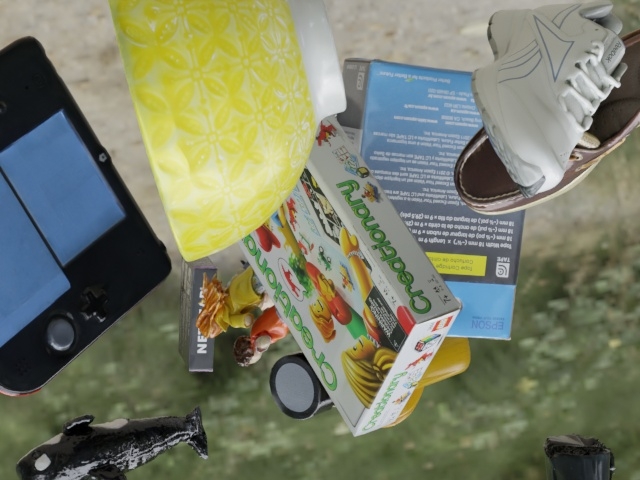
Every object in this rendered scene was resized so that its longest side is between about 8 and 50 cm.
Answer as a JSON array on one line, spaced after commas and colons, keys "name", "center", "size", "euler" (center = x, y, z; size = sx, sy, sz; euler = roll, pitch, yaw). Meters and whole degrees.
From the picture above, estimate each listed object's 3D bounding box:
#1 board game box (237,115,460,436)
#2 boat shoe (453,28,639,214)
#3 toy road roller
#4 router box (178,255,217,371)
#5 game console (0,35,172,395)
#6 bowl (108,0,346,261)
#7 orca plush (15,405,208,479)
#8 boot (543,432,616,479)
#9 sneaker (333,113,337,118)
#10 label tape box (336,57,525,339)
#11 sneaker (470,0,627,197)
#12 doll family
[{"name": "board game box", "center": [0.000, 0.000, 1.329], "size": [0.053, 0.305, 0.193], "euler": [-18, 151, -28]}, {"name": "boat shoe", "center": [0.269, -0.134, 1.570], "size": [0.342, 0.123, 0.123], "euler": [-28, 168, 28]}, {"name": "toy road roller", "center": [0.071, 0.095, 2.054], "size": [0.241, 0.329, 0.202], "euler": [-3, -173, 40]}, {"name": "router box", "center": [-0.208, 0.120, 2.507], "size": [0.046, 0.178, 0.133], "euler": [1, -170, -13]}, {"name": "game console", "center": [-0.391, -0.029, 1.919], "size": [0.060, 0.386, 0.342], "euler": [-8, -154, 50]}, {"name": "bowl", "center": [-0.068, -0.141, 1.172], "size": [0.156, 0.289, 0.289], "euler": [-14, 170, -1]}, {"name": "orca plush", "center": [-0.300, 0.339, 2.206], "size": [0.287, 0.102, 0.151], "euler": [-1, 130, -25]}, {"name": "boot", "center": [0.358, 0.380, 2.122], "size": [0.094, 0.207, 0.246], "euler": [-5, 177, -13]}, {"name": "sneaker", "center": [-0.007, -0.149, 1.850], "size": [0.058, 0.052, 0.135], "euler": [5, -153, 39]}, {"name": "label tape box", "center": [0.134, -0.052, 1.872], "size": [0.241, 0.333, 0.106], "euler": [5, -174, -22]}, {"name": "sneaker", "center": [0.220, -0.152, 1.397], "size": [0.129, 0.111, 0.297], "euler": [-17, -147, 23]}, {"name": "doll family", "center": [-0.082, 0.053, 1.857], "size": [0.163, 0.118, 0.263], "euler": [-42, -170, 19]}]
